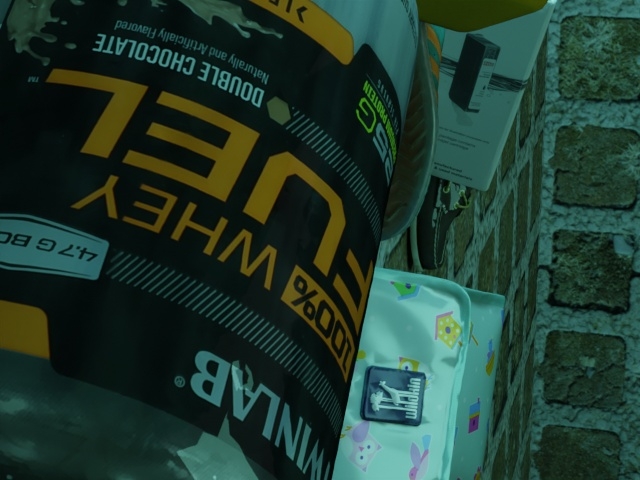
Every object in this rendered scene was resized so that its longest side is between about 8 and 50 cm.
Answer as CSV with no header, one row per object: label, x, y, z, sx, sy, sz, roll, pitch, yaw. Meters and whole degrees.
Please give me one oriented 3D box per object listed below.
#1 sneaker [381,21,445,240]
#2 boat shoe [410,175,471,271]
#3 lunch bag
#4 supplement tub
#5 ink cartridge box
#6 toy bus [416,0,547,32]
sneaker,0.069,-0.151,1.309,0.121,0.108,0.302,-8,100,-71
boat shoe,0.153,-0.073,1.738,0.081,0.069,0.227,21,74,-76
lunch bag,0.055,0.135,1.250,0.262,0.160,0.223,20,78,-64
supplement tub,-0.085,0.019,0.554,0.207,0.207,0.338,73,25,-55
ink cartridge box,0.184,-0.226,1.583,0.197,0.114,0.272,-70,177,-47
toy bus,0.067,-0.249,1.089,0.333,0.108,0.130,-1,80,-61
